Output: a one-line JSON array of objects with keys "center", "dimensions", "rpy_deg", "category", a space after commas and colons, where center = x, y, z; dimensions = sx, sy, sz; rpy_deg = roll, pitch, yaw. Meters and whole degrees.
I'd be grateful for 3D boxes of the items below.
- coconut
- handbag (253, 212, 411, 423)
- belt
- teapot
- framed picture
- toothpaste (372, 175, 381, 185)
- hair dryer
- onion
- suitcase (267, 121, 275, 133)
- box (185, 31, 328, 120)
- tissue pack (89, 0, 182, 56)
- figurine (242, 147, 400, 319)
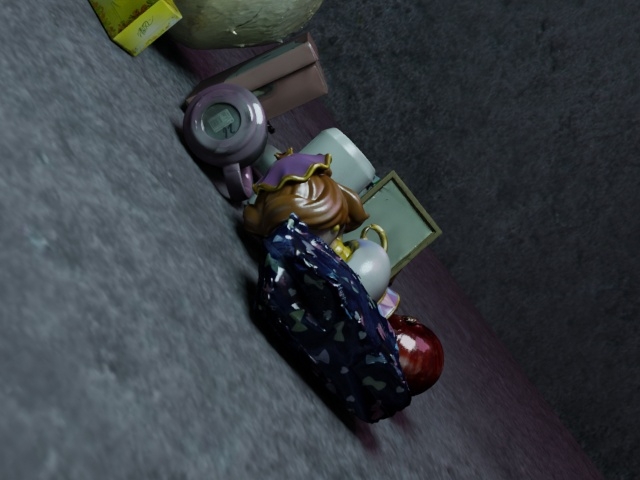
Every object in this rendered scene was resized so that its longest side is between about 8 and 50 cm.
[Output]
[{"center": [-0.138, -0.487, 1.505], "dimensions": [0.346, 0.360, 0.346], "rpy_deg": [172, -90, -68], "category": "coconut"}, {"center": [0.015, 0.098, 1.095], "dimensions": [0.260, 0.113, 0.162], "rpy_deg": [50, 15, -23], "category": "handbag"}, {"center": [0.066, -0.017, 1.578], "dimensions": [0.207, 0.160, 0.295], "rpy_deg": [38, 3, 8], "category": "belt"}, {"center": [-0.116, -0.139, 1.296], "dimensions": [0.148, 0.116, 0.146], "rpy_deg": [51, 0, 10], "category": "teapot"}, {"center": [0.078, 0.004, 1.432], "dimensions": [0.136, 0.201, 0.010], "rpy_deg": [49, -2, -20], "category": "framed picture"}, {"center": [0.112, -0.099, 1.648], "dimensions": [0.083, 0.017, 0.020], "rpy_deg": [38, 5, 21], "category": "toothpaste"}, {"center": [-0.054, -0.119, 1.442], "dimensions": [0.107, 0.173, 0.357], "rpy_deg": [49, -2, -29], "category": "hair dryer"}, {"center": [0.112, 0.162, 1.286], "dimensions": [0.131, 0.131, 0.131], "rpy_deg": [51, 11, -13], "category": "onion"}, {"center": [-0.138, -0.234, 1.644], "dimensions": [0.086, 0.059, 0.126], "rpy_deg": [47, 12, -41], "category": "suitcase"}, {"center": [-0.096, -0.246, 1.459], "dimensions": [0.215, 0.215, 0.086], "rpy_deg": [-92, 158, -73], "category": "box"}, {"center": [-0.286, -0.366, 1.320], "dimensions": [0.176, 0.095, 0.062], "rpy_deg": [59, 10, 25], "category": "tissue pack"}, {"center": [0.000, 0.000, 1.225], "dimensions": [0.189, 0.142, 0.263], "rpy_deg": [-46, 111, -36], "category": "figurine"}]
